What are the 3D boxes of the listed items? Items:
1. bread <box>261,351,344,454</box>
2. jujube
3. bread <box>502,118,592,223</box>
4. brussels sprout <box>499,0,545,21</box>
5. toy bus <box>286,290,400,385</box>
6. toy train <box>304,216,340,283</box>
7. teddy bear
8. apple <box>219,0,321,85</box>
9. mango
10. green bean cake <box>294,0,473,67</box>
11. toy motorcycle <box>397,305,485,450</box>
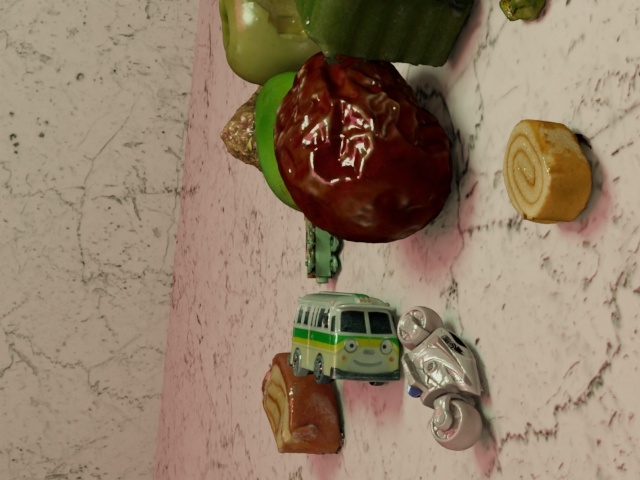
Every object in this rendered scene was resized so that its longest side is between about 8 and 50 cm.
[{"bbox_3d":[-0.038,0.338,2.042,0.244,0.123,0.190,-126,45,-60],"label":"bread"},{"bbox_3d":[0.062,-0.155,1.660,0.377,0.276,0.276,-106,28,-51],"label":"jujube"},{"bbox_3d":[0.287,-0.082,1.275,0.149,0.073,0.122,-103,20,-45],"label":"bread"},{"bbox_3d":[0.278,-0.326,1.392,0.083,0.046,0.051,168,101,-80],"label":"brussels sprout"},{"bbox_3d":[0.040,0.175,1.828,0.276,0.134,0.164,174,99,-70],"label":"toy bus"},{"bbox_3d":[0.000,0.000,2.089,0.118,0.074,0.176,-159,69,-80],"label":"toy train"},{"bbox_3d":[-0.092,-0.249,2.313,0.296,0.222,0.246,-35,-43,-56],"label":"teddy bear"},{"bbox_3d":[-0.092,-0.459,2.154,0.279,0.279,0.279,-176,90,-71],"label":"apple"},{"bbox_3d":[-0.034,-0.197,2.001,0.382,0.201,0.225,-121,23,-46],"label":"mango"},{"bbox_3d":[0.093,-0.406,1.616,0.247,0.250,0.156,-104,26,-43],"label":"green bean cake"},{"bbox_3d":[0.184,0.193,1.495,0.254,0.112,0.112,-106,28,-43],"label":"toy motorcycle"}]
